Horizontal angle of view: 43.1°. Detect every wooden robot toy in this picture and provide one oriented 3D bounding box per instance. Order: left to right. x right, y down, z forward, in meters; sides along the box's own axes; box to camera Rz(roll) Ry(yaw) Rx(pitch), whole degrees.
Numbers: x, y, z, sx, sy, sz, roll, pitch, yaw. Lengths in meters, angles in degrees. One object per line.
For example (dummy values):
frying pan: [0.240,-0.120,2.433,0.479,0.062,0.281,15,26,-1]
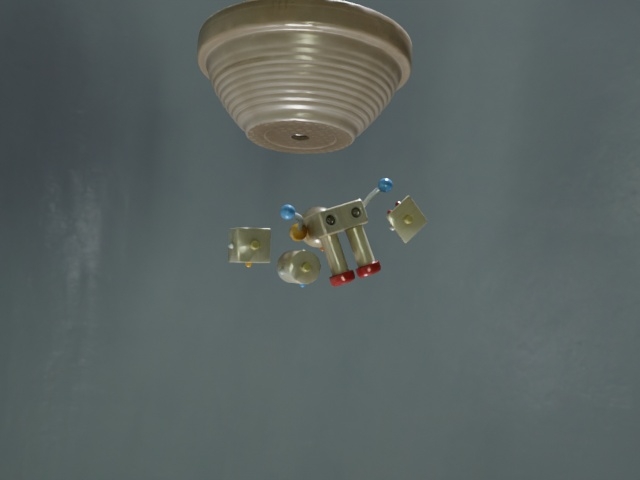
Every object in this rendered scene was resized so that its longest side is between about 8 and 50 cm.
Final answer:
wooden robot toy: [0.000,0.000,0.689,0.079,0.173,0.076,-4,-79,66]

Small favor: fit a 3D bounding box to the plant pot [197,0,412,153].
plant pot: [-0.018,-0.163,0.888,0.237,0.238,0.109,36,55,-72]
